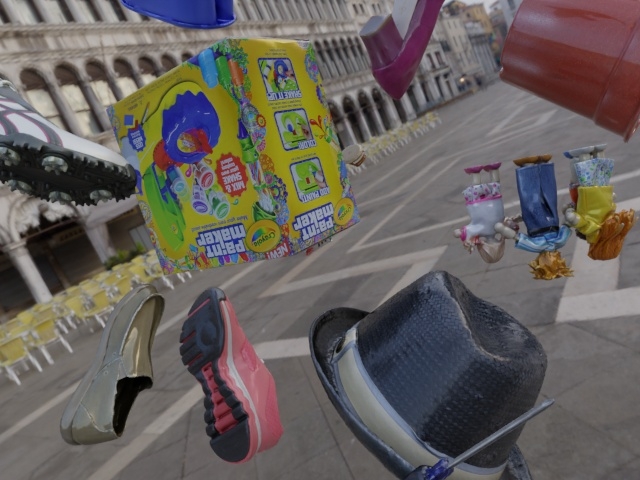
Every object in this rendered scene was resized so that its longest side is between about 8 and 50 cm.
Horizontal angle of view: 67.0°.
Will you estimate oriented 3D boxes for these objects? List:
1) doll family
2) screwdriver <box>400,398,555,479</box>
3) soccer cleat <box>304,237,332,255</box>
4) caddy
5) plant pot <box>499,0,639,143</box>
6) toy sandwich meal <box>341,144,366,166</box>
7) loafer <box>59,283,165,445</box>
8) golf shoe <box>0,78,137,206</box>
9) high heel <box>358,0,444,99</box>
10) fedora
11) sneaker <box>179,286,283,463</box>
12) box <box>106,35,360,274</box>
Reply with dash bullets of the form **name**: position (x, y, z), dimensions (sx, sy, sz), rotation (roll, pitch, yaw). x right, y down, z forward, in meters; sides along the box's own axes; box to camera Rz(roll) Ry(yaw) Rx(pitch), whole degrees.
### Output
- **doll family**: position (0.318, -0.035, 0.645), dimensions (0.263, 0.163, 0.118), rotation (-11, 4, -13)
- **screwdriver**: position (0.096, 0.146, 0.329), dimensions (0.170, 0.024, 0.025), rotation (-56, 0, 32)
- **soccer cleat**: position (0.000, 0.000, 0.825), dimensions (0.029, 0.035, 0.083), rotation (-83, 20, -53)
- **caddy**: position (-0.406, -0.704, 1.385), dimensions (0.341, 0.179, 0.241), rotation (22, 40, 10)
- **plant pot**: position (0.500, -0.355, 0.893), dimensions (0.265, 0.272, 0.272), rotation (30, 41, 26)
- **toy sandwich meal**: position (0.094, -0.246, 1.411), dimensions (0.085, 0.029, 0.086), rotation (-22, 43, 22)
- **loafer**: position (-0.170, 0.109, 0.430), dimensions (0.050, 0.056, 0.148), rotation (11, 62, 11)
- **golf shoe**: position (-0.329, -0.119, 0.513), dimensions (0.272, 0.120, 0.105), rotation (14, -30, -19)
- **high heel**: position (0.240, -0.516, 1.144), dimensions (0.377, 0.181, 0.127), rotation (-46, 40, -12)
- **fedora**: position (0.147, 0.133, 0.544), dimensions (0.152, 0.334, 0.334), rotation (-56, 3, 14)
- **sneaker**: position (-0.156, 0.235, 0.876), dimensions (0.116, 0.314, 0.136), rotation (-33, -28, 23)
- **box**: position (-0.133, -0.116, 0.739), dimensions (0.290, 0.279, 0.177), rotation (-10, 11, 38)
